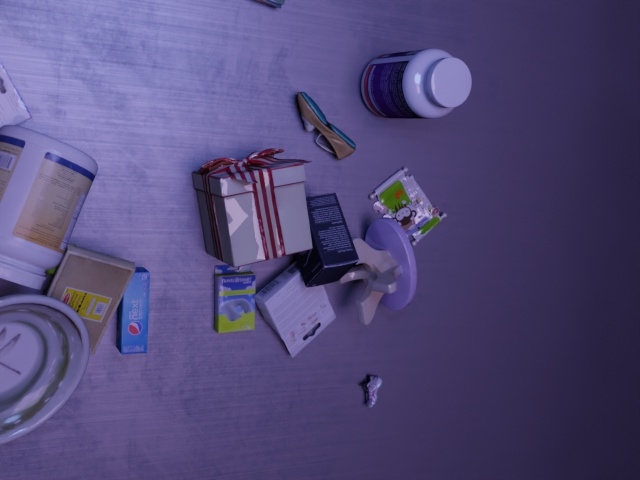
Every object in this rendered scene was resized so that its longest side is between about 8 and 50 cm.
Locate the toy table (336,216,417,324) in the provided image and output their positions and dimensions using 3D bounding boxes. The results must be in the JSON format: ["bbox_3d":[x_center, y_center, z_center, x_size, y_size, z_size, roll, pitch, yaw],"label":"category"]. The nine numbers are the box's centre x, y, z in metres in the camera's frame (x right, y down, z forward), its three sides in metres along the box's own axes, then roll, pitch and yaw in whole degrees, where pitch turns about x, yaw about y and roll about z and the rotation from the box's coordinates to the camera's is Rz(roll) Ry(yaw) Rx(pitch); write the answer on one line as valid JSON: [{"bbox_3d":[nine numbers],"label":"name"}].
[{"bbox_3d":[0.151,0.089,2.141,0.161,0.252,0.274,-23,100,-39],"label":"toy table"}]

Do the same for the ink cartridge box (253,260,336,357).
[{"bbox_3d":[-0.067,0.187,2.136,0.189,0.066,0.232,-41,135,-23],"label":"ink cartridge box"}]

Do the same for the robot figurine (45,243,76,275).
[{"bbox_3d":[-0.630,0.037,1.815,0.101,0.067,0.115,-13,105,-24],"label":"robot figurine"}]

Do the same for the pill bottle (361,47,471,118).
[{"bbox_3d":[0.256,-0.417,2.039,0.182,0.323,0.181,-5,101,-26],"label":"pill bottle"}]

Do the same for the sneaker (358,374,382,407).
[{"bbox_3d":[0.141,0.451,2.297,0.069,0.038,0.098,23,79,-27],"label":"sneaker"}]

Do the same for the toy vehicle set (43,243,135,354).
[{"bbox_3d":[-0.574,0.145,1.826,0.166,0.035,0.266,20,111,-29],"label":"toy vehicle set"}]

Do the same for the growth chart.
[{"bbox_3d":[0.258,-0.097,2.268,0.172,0.021,0.237,-47,115,-11],"label":"growth chart"}]

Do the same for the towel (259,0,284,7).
[{"bbox_3d":[-0.233,-0.768,1.895,0.370,0.040,0.271,13,92,-26],"label":"towel"}]

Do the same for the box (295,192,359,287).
[{"bbox_3d":[0.000,0.000,2.033,0.108,0.153,0.207,-11,72,-26],"label":"box"}]

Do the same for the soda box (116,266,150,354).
[{"bbox_3d":[-0.473,0.176,1.916,0.067,0.071,0.210,1,99,-26],"label":"soda box"}]

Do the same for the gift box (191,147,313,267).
[{"bbox_3d":[-0.158,-0.093,1.922,0.255,0.276,0.258,-15,104,-29],"label":"gift box"}]

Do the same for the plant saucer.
[{"bbox_3d":[-0.726,0.280,1.723,0.401,0.100,0.400,-26,133,-32],"label":"plant saucer"}]

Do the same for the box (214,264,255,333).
[{"bbox_3d":[-0.230,0.155,2.053,0.109,0.042,0.178,-3,101,-27],"label":"box"}]

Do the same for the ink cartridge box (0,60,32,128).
[{"bbox_3d":[-0.786,-0.319,1.687,0.208,0.045,0.206,-30,111,-18],"label":"ink cartridge box"}]

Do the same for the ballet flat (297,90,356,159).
[{"bbox_3d":[0.001,-0.304,2.075,0.073,0.080,0.232,-39,115,17],"label":"ballet flat"}]

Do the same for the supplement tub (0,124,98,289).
[{"bbox_3d":[-0.652,-0.070,1.678,0.228,0.228,0.316,24,80,-28],"label":"supplement tub"}]
